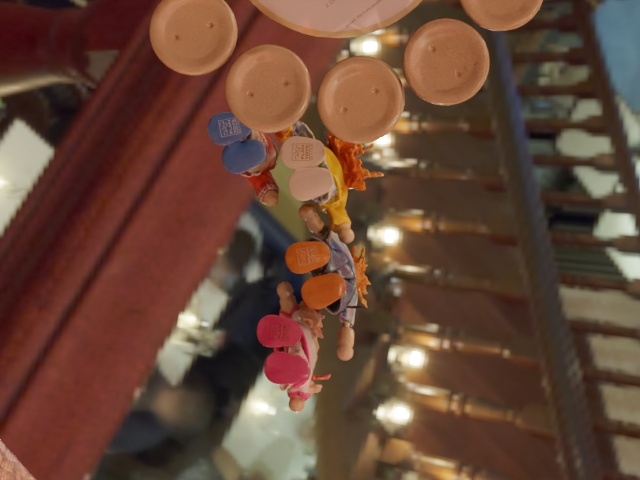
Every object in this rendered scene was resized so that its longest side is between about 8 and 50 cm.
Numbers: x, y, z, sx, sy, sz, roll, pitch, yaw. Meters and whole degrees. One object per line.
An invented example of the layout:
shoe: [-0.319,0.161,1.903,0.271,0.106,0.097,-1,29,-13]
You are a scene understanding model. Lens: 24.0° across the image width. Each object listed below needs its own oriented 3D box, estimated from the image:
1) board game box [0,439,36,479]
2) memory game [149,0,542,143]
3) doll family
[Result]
board game box: [-0.351,0.217,0.987,0.291,0.141,0.232,-27,123,8]
memory game: [0.006,-0.132,0.625,0.186,0.012,0.186,0,97,0]
doll family: [0.000,0.000,1.207,0.163,0.118,0.263,10,69,-84]
